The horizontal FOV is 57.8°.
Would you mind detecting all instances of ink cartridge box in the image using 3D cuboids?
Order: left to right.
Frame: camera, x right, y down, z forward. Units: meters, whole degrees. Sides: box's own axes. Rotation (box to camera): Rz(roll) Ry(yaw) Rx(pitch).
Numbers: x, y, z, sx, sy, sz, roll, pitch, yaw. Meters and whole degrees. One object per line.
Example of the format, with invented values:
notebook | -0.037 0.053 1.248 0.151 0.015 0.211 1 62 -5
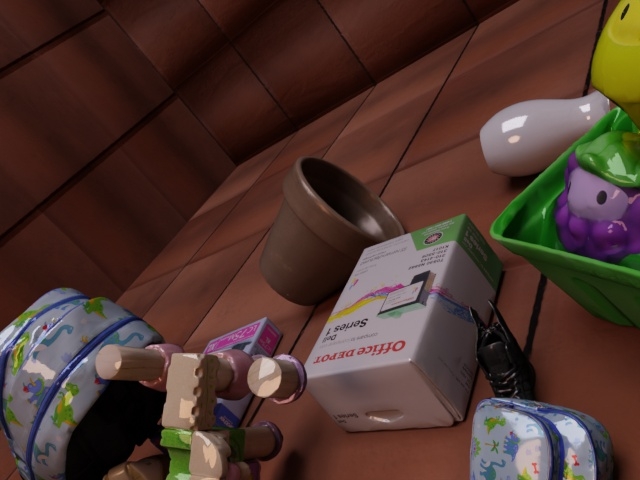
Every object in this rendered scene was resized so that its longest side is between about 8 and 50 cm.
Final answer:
ink cartridge box | -0.203 0.292 1.102 0.185 0.065 0.311 -27 25 34
ink cartridge box | 0.119 0.114 0.817 0.201 0.117 0.278 -21 27 42

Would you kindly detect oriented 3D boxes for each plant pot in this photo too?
plant pot | 0.000 0.000 1.147 0.229 0.263 0.263 -52 14 24

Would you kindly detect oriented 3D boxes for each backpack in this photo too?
backpack | -0.363 0.235 0.897 0.290 0.273 0.355 -46 2 -32
backpack | 0.194 0.198 0.522 0.114 0.084 0.105 -6 71 43

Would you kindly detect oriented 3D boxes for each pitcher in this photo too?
pitcher | 0.396 -0.191 1.008 0.207 0.126 0.177 -16 8 29

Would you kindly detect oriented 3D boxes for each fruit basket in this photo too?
fruit basket | 0.330 -0.086 0.507 0.283 0.392 0.392 -42 20 -8

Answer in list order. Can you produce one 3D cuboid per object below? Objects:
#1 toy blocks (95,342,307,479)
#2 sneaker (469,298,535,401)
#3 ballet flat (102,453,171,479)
toy blocks | -0.096 0.278 0.729 0.308 0.260 0.289 -4 74 24
sneaker | 0.201 0.148 0.637 0.051 0.089 0.170 -29 22 27
ballet flat | -0.275 0.408 0.851 0.116 0.124 0.342 -28 23 2
